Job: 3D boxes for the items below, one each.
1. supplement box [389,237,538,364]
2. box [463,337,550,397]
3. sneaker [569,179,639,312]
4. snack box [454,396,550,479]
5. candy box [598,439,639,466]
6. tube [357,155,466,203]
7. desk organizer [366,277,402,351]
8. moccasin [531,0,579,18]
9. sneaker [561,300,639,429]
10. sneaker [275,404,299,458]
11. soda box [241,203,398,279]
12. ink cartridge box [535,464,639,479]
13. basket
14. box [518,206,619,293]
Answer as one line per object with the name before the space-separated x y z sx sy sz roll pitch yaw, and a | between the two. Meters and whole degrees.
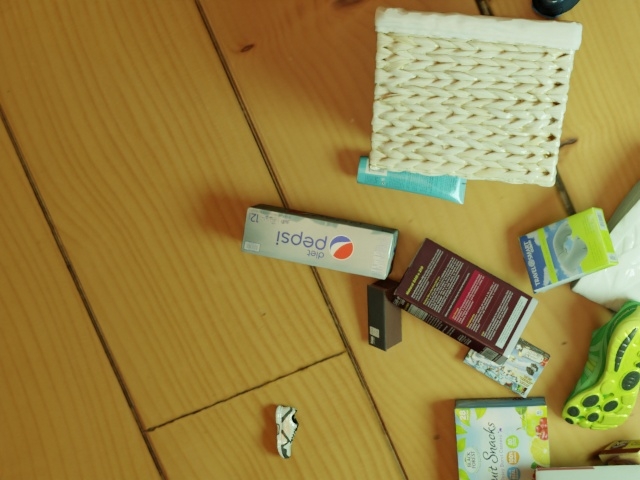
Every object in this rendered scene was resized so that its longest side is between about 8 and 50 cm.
supplement box | 0.265 0.113 1.789 0.239 0.073 0.130 30 73 6
box | 0.354 0.224 1.833 0.137 0.027 0.094 31 103 6
sneaker | 0.597 0.008 1.723 0.169 0.108 0.293 31 112 5
snack box | 0.347 0.408 1.835 0.174 0.070 0.207 -3 96 10
candy box | 0.606 0.459 1.769 0.053 0.109 0.187 -31 91 -28
tube | 0.173 -0.122 1.817 0.207 0.052 0.080 8 104 5
desk organizer | 0.124 0.142 1.856 0.047 0.050 0.130 18 120 42
moccasin | 0.482 -0.542 1.662 0.137 0.117 0.342 24 101 7
sneaker | 0.531 0.233 1.743 0.109 0.124 0.296 21 127 2
sneaker | -0.065 0.385 1.932 0.043 0.040 0.109 -2 97 10
soda box | 0.000 0.000 1.840 0.286 0.098 0.091 11 98 10
ink cartridge box | 0.498 0.545 1.749 0.196 0.114 0.273 -4 122 11
basket | 0.262 -0.253 1.643 0.331 0.328 0.267 5 102 10
box | 0.435 0.021 1.731 0.178 0.042 0.109 -26 69 39
